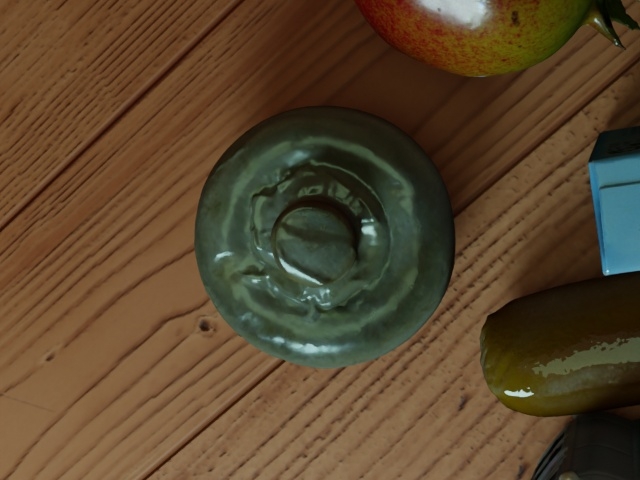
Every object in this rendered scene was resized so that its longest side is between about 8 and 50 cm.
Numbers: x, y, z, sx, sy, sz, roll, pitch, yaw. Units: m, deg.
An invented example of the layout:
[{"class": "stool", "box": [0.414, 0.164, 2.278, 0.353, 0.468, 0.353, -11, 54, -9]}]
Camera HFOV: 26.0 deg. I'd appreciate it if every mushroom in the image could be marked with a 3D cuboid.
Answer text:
[{"class": "mushroom", "box": [0.000, 0.000, 1.049, 0.207, 0.215, 0.207, 0, 95, 5]}]

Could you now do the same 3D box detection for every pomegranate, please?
[{"class": "pomegranate", "box": [0.134, -0.224, 0.996, 0.257, 0.221, 0.220, 19, 101, 3]}]

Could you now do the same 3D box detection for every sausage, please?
[{"class": "sausage", "box": [0.257, 0.070, 1.052, 0.274, 0.105, 0.105, -12, 94, 13]}]

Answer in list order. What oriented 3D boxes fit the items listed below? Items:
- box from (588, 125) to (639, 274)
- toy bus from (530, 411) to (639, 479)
[{"class": "box", "box": [0.267, -0.041, 0.970, 0.143, 0.232, 0.083, -7, 99, 14]}, {"class": "toy bus", "box": [0.201, 0.234, 0.983, 0.143, 0.305, 0.179, 27, 100, 10]}]
